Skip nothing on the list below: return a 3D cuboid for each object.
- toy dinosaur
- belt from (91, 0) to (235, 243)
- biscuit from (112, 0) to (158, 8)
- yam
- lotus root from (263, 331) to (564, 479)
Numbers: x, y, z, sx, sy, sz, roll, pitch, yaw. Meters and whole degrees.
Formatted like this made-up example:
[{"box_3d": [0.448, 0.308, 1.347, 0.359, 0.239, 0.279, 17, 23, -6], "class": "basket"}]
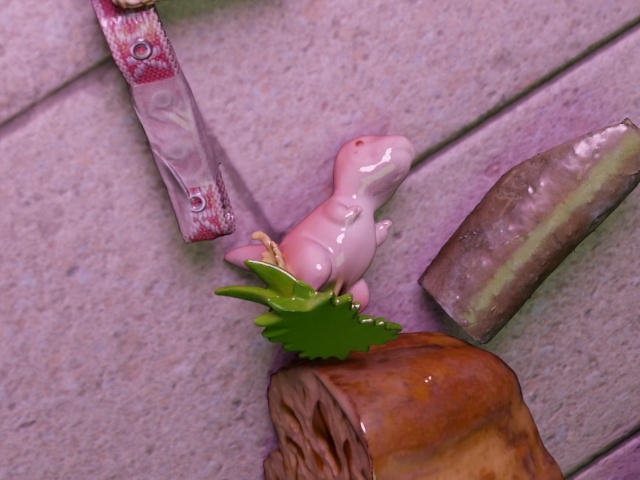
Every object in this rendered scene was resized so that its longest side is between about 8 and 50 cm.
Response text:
[{"box_3d": [-0.006, -0.002, 1.079, 0.194, 0.177, 0.152, -29, 141, 34], "class": "toy dinosaur"}, {"box_3d": [-0.123, -0.102, 0.995, 0.053, 0.071, 0.232, -20, 125, -3], "class": "belt"}, {"box_3d": [-0.090, -0.228, 0.911, 0.168, 0.082, 0.070, -18, 141, -12], "class": "biscuit"}, {"box_3d": [0.205, -0.018, 1.179, 0.106, 0.106, 0.259, 33, 103, -37], "class": "yam"}, {"box_3d": [0.074, 0.230, 1.210, 0.250, 0.316, 0.316, -18, 128, -30], "class": "lotus root"}]
